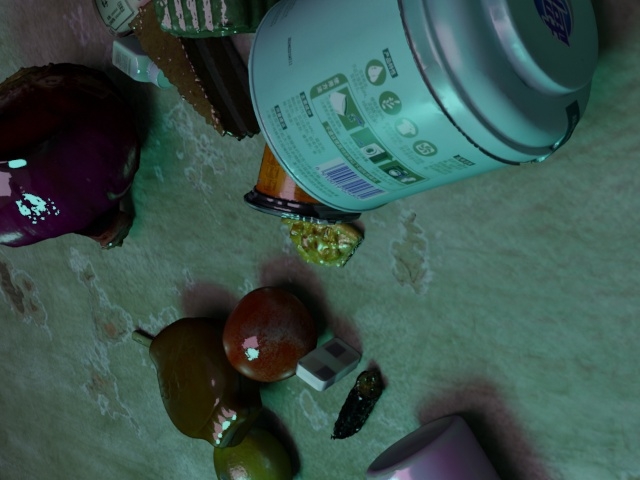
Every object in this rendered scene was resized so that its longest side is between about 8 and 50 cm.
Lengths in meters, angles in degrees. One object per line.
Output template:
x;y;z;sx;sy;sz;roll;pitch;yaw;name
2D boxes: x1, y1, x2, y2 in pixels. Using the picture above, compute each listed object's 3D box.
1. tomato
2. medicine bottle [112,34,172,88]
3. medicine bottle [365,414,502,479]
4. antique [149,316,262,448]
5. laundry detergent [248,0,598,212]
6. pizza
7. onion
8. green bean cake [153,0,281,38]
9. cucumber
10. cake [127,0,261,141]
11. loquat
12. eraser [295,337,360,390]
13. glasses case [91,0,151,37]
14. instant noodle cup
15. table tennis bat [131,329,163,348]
-0.086;0.163;1.285;0.167;0.167;0.167;20;122;36;tomato
-0.310;-0.320;1.328;0.118;0.074;0.055;35;129;25;medicine bottle
0.213;0.430;1.112;0.178;0.178;0.291;-36;84;46;medicine bottle
-0.220;0.271;1.450;0.278;0.129;0.224;39;108;32;antique
0.122;-0.200;0.820;0.305;0.287;0.287;-16;98;46;laundry detergent
0.000;0.000;1.213;0.160;0.035;0.099;17;120;38;pizza
-0.511;-0.110;1.448;0.398;0.398;0.420;20;143;36;onion
-0.133;-0.349;1.077;0.181;0.173;0.094;13;116;36;green bean cake
0.060;0.292;1.286;0.053;0.053;0.181;43;135;20;cucumber
-0.184;-0.288;1.194;0.295;0.116;0.113;54;136;11;cake
-0.139;0.447;1.483;0.152;0.152;0.195;-39;73;46;loquat
0.013;0.207;1.247;0.065;0.105;0.026;35;130;26;eraser
-0.300;-0.447;1.258;0.314;0.075;0.122;-15;95;46;glasses case
-0.020;-0.107;1.099;0.208;0.177;0.126;24;112;50;instant noodle cup
-0.346;0.253;1.675;0.234;0.022;0.131;18;121;36;table tennis bat
